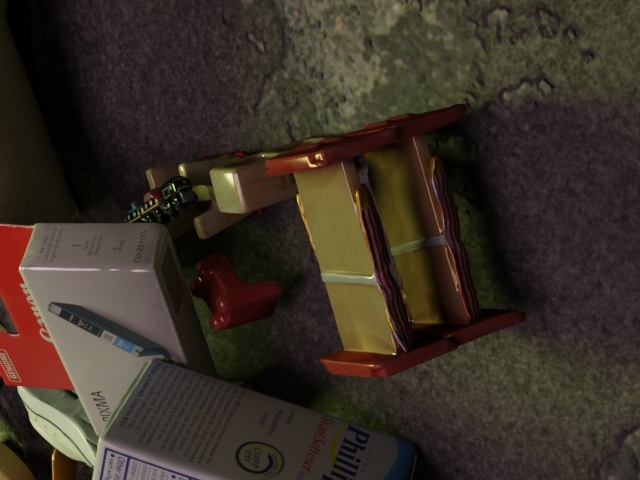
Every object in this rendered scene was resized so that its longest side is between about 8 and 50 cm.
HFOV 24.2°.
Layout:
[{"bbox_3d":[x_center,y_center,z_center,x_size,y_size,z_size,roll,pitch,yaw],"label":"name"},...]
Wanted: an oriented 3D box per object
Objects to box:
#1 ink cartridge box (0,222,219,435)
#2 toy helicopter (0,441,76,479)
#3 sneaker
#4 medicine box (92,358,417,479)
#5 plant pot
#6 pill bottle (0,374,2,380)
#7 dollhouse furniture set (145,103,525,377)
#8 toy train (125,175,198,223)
[{"bbox_3d":[-0.254,0.096,1.532,0.261,0.066,0.296,1,140,12],"label":"ink cartridge box"},{"bbox_3d":[-0.354,0.382,1.861,0.235,0.140,0.355,-21,108,33],"label":"toy helicopter"},{"bbox_3d":[-0.251,0.228,1.742,0.258,0.094,0.091,35,150,30],"label":"sneaker"},{"bbox_3d":[-0.081,0.297,1.478,0.289,0.149,0.263,17,122,5],"label":"medicine box"},{"bbox_3d":[-0.428,-0.108,1.630,0.334,0.334,0.305,-15,107,45],"label":"plant pot"},{"bbox_3d":[-0.546,0.105,1.902,0.283,0.160,0.160,50,133,17],"label":"pill bottle"},{"bbox_3d":[0.000,0.000,1.393,0.374,0.152,0.201,-1,107,61],"label":"dollhouse furniture set"},{"bbox_3d":[-0.159,-0.034,1.461,0.158,0.027,0.036,-26,81,62],"label":"toy train"}]
